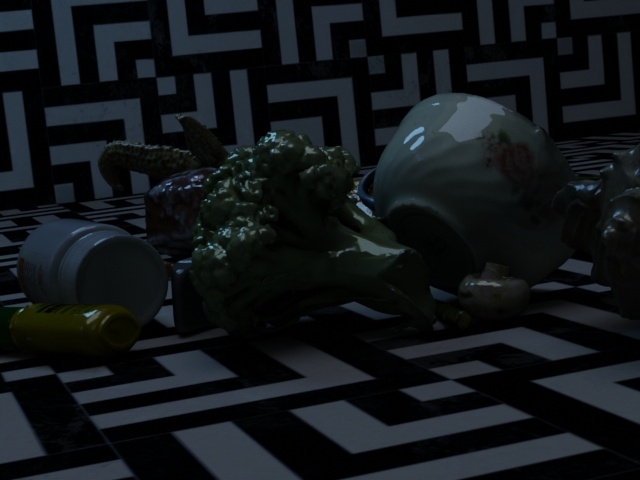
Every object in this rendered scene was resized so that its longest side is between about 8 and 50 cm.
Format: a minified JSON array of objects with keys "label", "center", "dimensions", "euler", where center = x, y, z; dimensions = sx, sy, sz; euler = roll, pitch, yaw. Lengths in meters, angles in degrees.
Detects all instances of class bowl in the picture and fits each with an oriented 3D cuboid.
[{"label":"bowl","center":[0.172,-0.032,1.609],"dimensions":[0.277,0.277,0.145],"euler":[3,39,48]}]

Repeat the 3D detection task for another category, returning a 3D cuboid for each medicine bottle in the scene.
[{"label":"medicine bottle","center":[-0.336,0.107,1.577],"dimensions":[0.261,0.064,0.095],"euler":[-2,2,35]},{"label":"medicine bottle","center":[-0.303,0.044,1.723],"dimensions":[0.144,0.144,0.252],"euler":[-10,6,-27]}]

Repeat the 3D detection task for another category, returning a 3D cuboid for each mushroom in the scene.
[{"label":"mushroom","center":[0.201,0.060,1.514],"dimensions":[0.084,0.067,0.083],"euler":[8,4,-1]}]

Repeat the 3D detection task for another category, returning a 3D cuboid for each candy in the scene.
[{"label":"candy","center":[-0.169,-0.050,2.264],"dimensions":[0.290,0.157,0.214],"euler":[-6,-2,22]}]

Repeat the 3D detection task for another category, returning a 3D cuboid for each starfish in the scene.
[{"label":"starfish","center":[-0.186,-0.086,2.448],"dimensions":[0.432,0.082,0.324],"euler":[30,-37,-34]}]

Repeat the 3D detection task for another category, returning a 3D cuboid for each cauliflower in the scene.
[{"label":"cauliflower","center":[-0.018,-0.015,1.526],"dimensions":[0.281,0.260,0.327],"euler":[-7,27,23]}]

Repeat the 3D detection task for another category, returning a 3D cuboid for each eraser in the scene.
[{"label":"eraser","center":[-0.097,0.049,1.745],"dimensions":[0.061,0.089,0.352],"euler":[4,10,32]}]

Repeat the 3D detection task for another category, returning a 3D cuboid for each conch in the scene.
[{"label":"conch","center":[0.389,0.007,1.339],"dimensions":[0.352,0.210,0.297],"euler":[14,-6,-36]}]

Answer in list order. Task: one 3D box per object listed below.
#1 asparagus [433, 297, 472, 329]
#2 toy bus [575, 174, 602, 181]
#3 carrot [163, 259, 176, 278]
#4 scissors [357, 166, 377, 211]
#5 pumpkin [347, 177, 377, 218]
[{"label":"asparagus","center":[0.142,0.079,1.576],"dimensions":[0.025,0.024,0.248],"euler":[-2,6,-7]},{"label":"toy bus","center":[0.471,-0.064,2.118],"dimensions":[0.302,0.113,0.139],"euler":[-1,5,41]},{"label":"carrot","center":[-0.324,0.049,2.079],"dimensions":[0.224,0.057,0.057],"euler":[-3,7,-7]},{"label":"scissors","center":[0.149,-0.017,1.912],"dimensions":[0.383,0.029,0.256],"euler":[7,47,45]},{"label":"pumpkin","center":[0.198,-0.020,2.065],"dimensions":[0.312,0.169,0.148],"euler":[-4,50,32]}]
